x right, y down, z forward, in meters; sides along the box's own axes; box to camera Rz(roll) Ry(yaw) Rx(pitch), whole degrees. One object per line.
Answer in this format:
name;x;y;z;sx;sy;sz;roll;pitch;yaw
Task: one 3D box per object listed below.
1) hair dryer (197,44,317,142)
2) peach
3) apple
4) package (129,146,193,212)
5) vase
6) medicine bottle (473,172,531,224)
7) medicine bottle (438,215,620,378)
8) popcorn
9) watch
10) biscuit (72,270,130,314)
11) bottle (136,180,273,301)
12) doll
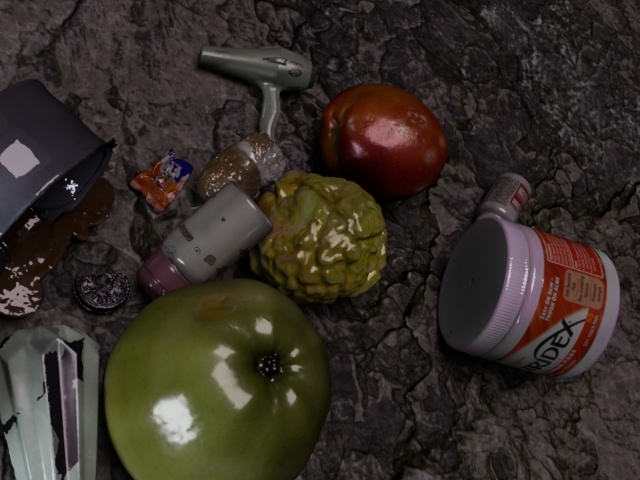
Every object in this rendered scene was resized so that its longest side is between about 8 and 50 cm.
hair dryer;-0.139;-0.281;2.123;0.219;0.088;0.225;28;72;-4
peach;0.117;-0.181;2.113;0.243;0.199;0.243;18;44;-18
apple;-0.153;0.229;1.707;0.357;0.357;0.357;11;62;-22
package;-0.273;-0.108;1.983;0.110;0.033;0.077;-51;117;-21
vase;-0.385;0.309;1.656;0.165;0.165;0.360;-1;70;-27
medicine bottle;0.353;-0.062;2.243;0.079;0.079;0.140;38;55;-5
medicine bottle;0.374;0.106;2.068;0.241;0.252;0.252;17;60;-18
popcorn;0.000;0.000;1.966;0.212;0.259;0.259;46;50;-35
watch;-0.453;-0.095;1.707;0.314;0.327;0.335;45;55;-1
biscuit;-0.355;0.079;1.853;0.089;0.027;0.087;30;57;-11
bottle;-0.196;0.013;1.874;0.233;0.110;0.110;-40;87;-1
doll;-0.151;-0.101;1.994;0.115;0.105;0.221;22;58;25
